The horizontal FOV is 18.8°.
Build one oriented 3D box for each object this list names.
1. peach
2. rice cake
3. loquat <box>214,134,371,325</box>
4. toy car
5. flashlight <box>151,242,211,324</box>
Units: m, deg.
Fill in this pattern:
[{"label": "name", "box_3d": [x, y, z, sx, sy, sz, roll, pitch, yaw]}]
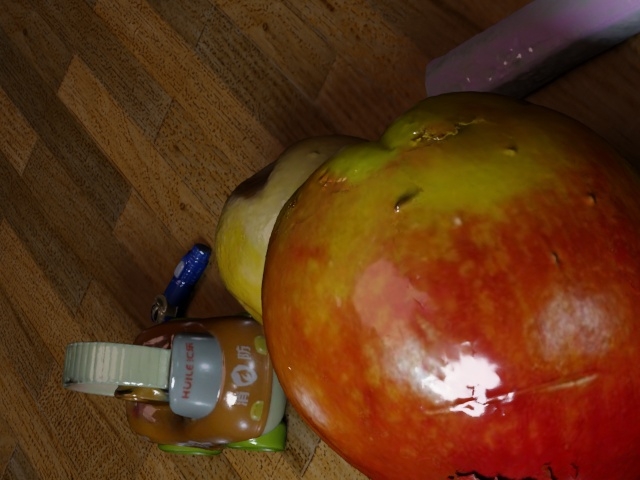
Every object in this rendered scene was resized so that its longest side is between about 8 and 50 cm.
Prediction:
[{"label": "peach", "box_3d": [0.130, 0.067, 1.583, 0.370, 0.370, 0.370, -17, 68, 49]}, {"label": "rice cake", "box_3d": [0.216, -0.189, 1.752, 0.365, 0.056, 0.073, -26, 60, 46]}, {"label": "loquat", "box_3d": [0.001, -0.004, 1.869, 0.213, 0.213, 0.213, -17, 68, 49]}, {"label": "toy car", "box_3d": [-0.158, 0.143, 2.017, 0.235, 0.235, 0.145, -9, 75, 51]}, {"label": "flashlight", "box_3d": [-0.162, 0.055, 2.192, 0.121, 0.035, 0.057, -59, 41, 24]}]
